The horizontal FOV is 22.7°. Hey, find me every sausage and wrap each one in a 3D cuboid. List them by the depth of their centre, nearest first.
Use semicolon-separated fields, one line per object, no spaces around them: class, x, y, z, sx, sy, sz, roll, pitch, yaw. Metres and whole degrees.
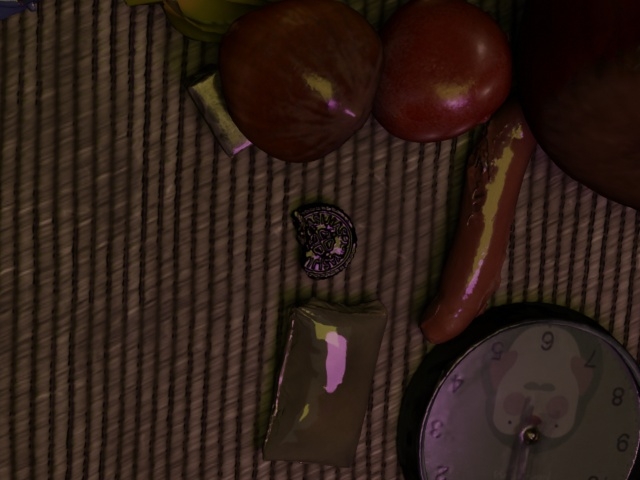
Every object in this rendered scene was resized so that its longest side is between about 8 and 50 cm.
sausage;0.187;-0.019;1.846;0.078;0.078;0.304;15;97;-16

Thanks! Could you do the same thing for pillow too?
pillow;0.004;0.164;1.847;0.119;0.053;0.208;8;102;-13

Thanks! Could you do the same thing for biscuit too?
biscuit;0.000;0.000;1.825;0.089;0.027;0.087;33;91;-18

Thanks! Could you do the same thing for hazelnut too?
hazelnut;-0.025;-0.174;1.671;0.182;0.182;0.182;-3;102;-14
hazelnut;0.416;-0.199;1.732;0.409;0.359;0.359;26;94;-28

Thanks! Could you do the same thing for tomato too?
tomato;0.120;-0.184;1.746;0.167;0.167;0.167;-3;102;-14

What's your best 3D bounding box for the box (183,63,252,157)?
box;-0.109;-0.143;1.752;0.045;0.062;0.098;-30;109;-2

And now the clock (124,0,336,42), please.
clock;-0.053;-0.319;1.644;0.277;0.293;0.071;-40;65;21

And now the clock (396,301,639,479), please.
clock;0.252;0.235;1.918;0.319;0.066;0.319;-3;103;-14

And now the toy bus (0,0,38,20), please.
toy bus;-0.253;-0.325;1.640;0.292;0.133;0.125;-26;107;-8
